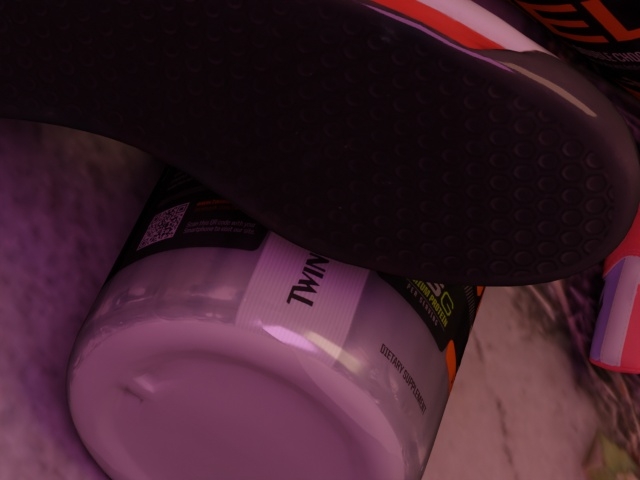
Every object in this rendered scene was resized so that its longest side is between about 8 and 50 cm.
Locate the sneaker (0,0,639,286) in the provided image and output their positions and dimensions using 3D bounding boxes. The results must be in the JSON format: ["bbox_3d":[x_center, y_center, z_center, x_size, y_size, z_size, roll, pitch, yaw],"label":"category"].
[{"bbox_3d":[-0.025,-0.080,0.603,0.145,0.270,0.090,-62,163,-51],"label":"sneaker"}]

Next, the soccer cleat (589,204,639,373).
[{"bbox_3d":[0.210,0.059,0.923,0.248,0.083,0.095,34,78,-40],"label":"soccer cleat"}]

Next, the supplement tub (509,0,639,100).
[{"bbox_3d":[0.139,-0.187,0.849,0.338,0.207,0.207,31,50,-35],"label":"supplement tub"}]

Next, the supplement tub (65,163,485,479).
[{"bbox_3d":[0.000,0.000,0.667,0.117,0.117,0.190,46,43,-23],"label":"supplement tub"}]
